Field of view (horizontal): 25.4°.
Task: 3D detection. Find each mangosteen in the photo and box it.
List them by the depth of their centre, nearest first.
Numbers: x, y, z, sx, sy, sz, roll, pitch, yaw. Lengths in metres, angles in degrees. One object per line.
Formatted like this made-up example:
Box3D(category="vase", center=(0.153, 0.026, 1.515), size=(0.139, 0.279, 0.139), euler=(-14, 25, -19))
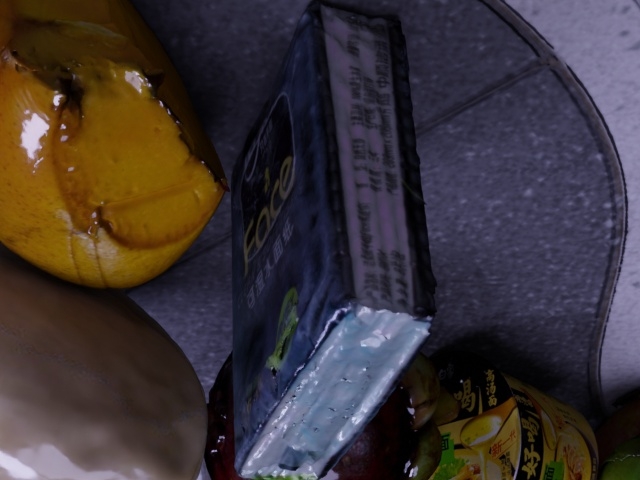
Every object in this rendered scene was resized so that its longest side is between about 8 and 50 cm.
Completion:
Box3D(category="mangosteen", center=(0.010, 0.138, 1.056), size=(0.200, 0.200, 0.200), euler=(-2, 140, -2))

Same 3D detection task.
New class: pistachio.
Box3D(category="pistachio", center=(-0.213, 0.083, 0.937), size=(0.299, 0.187, 0.187), euler=(22, 137, 2))

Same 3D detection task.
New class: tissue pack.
Box3D(category="tissue pack", center=(0.000, 0.000, 0.835), size=(0.073, 0.235, 0.173), euler=(11, 138, -18))

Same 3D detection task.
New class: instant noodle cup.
Box3D(category="instant noodle cup", center=(0.141, 0.171, 1.131), size=(0.122, 0.151, 0.151), euler=(15, 137, -36))

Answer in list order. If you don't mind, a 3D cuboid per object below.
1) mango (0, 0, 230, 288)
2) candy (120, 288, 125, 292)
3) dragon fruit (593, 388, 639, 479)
Box3D(category="mango", center=(-0.138, -0.053, 0.850), size=(0.154, 0.126, 0.252), euler=(-13, 148, -6))
Box3D(category="candy", center=(-0.190, 0.116, 1.083), size=(0.124, 0.124, 0.365), euler=(15, 128, -21))
Box3D(category="dragon fruit", center=(0.329, 0.220, 1.217), size=(0.268, 0.130, 0.295), euler=(23, 134, -21))
